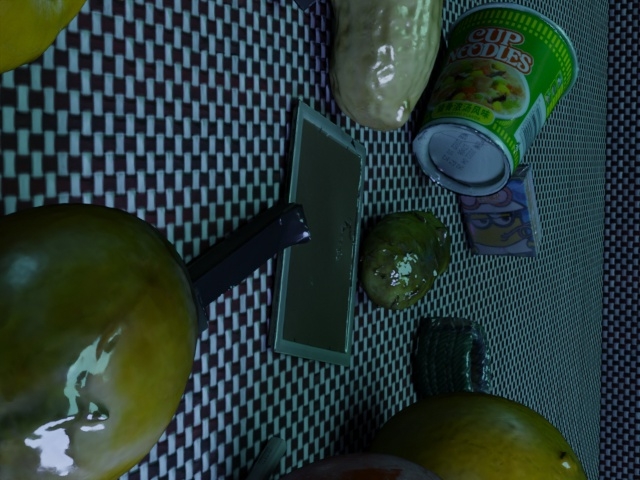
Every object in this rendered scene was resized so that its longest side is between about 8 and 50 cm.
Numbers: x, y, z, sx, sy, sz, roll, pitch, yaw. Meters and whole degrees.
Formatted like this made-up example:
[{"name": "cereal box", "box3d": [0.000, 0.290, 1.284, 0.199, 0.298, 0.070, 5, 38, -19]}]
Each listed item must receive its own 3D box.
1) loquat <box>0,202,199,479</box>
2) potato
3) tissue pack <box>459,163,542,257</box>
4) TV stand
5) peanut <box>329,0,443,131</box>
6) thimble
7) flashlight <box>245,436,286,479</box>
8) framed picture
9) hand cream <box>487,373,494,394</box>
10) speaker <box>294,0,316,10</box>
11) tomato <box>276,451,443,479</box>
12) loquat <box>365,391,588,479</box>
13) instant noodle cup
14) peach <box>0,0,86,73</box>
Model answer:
[{"name": "loquat", "box3d": [-0.166, 0.066, 0.718, 0.227, 0.179, 0.179, -53, 139, -56]}, {"name": "potato", "box3d": [0.113, 0.020, 1.473, 0.225, 0.090, 0.117, -28, 118, -63]}, {"name": "tissue pack", "box3d": [0.288, -0.047, 1.849, 0.065, 0.116, 0.155, -63, 145, -44]}, {"name": "TV stand", "box3d": [-0.079, 0.025, 1.075, 0.256, 0.040, 0.049, -40, 118, -60]}, {"name": "peanut", "box3d": [0.069, -0.280, 1.285, 0.147, 0.148, 0.318, -43, 140, -59]}, {"name": "thimble", "box3d": [0.193, 0.180, 1.674, 0.135, 0.090, 0.118, 67, 33, -45]}, {"name": "flashlight", "box3d": [-0.059, 0.235, 1.177, 0.083, 0.018, 0.018, -56, 143, -51]}, {"name": "framed picture", "box3d": [0.000, 0.000, 1.301, 0.216, 0.016, 0.273, 26, 68, -64]}, {"name": "hand cream", "box3d": [0.293, 0.365, 1.982, 0.084, 0.050, 0.257, -23, 107, -67]}, {"name": "speaker", "box3d": [0.041, -0.311, 1.167, 0.046, 0.191, 0.040, 49, 4, -17]}, {"name": "tomato", "box3d": [0.024, 0.338, 1.118, 0.270, 0.227, 0.270, -12, 108, -43]}, {"name": "loquat", "box3d": [0.205, 0.346, 1.394, 0.328, 0.359, 0.328, -176, -90, -89]}, {"name": "instant noodle cup", "box3d": [0.243, -0.189, 1.651, 0.232, 0.207, 0.207, -62, 147, -34]}, {"name": "peach", "box3d": [-0.206, -0.188, 0.690, 0.179, 0.103, 0.179, -1, 90, -66]}]
